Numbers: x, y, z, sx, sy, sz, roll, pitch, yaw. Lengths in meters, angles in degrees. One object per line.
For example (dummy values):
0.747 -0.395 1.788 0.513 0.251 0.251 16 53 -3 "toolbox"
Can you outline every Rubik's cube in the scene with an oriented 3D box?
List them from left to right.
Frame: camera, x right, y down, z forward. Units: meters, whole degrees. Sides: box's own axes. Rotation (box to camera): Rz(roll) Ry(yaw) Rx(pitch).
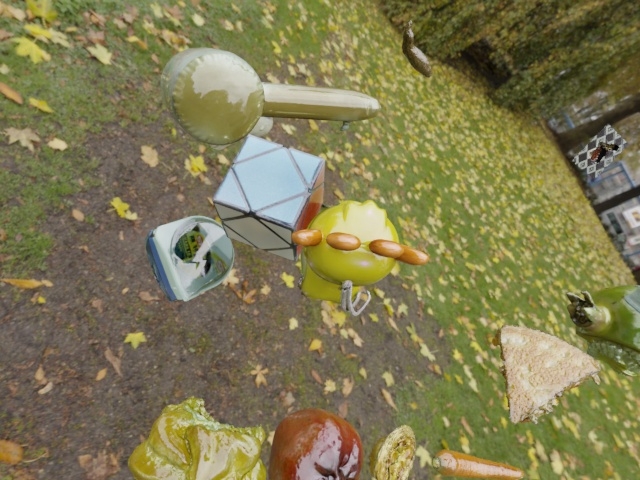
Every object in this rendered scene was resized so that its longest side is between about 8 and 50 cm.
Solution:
-0.117 -0.100 1.017 0.207 0.205 0.205 90 21 -66 "Rubik's cube"

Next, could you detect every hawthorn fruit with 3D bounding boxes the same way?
-0.014 0.636 1.212 0.295 0.295 0.311 52 4 -18 "hawthorn fruit"

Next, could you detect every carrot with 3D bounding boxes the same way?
0.390 0.572 1.039 0.271 0.066 0.062 19 22 -18 "carrot"

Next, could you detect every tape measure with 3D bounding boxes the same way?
-0.427 0.051 1.394 0.262 0.138 0.259 -24 100 -36 "tape measure"

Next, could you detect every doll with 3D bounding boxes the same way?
0.028 0.018 0.490 0.143 0.221 0.135 12 81 -8 "doll"

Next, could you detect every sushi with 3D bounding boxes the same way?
0.778 -0.251 1.157 0.120 0.126 0.026 25 24 -26 "sushi"

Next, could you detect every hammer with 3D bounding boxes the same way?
-0.055 -0.194 0.570 0.306 0.113 0.202 -3 28 -24 "hammer"

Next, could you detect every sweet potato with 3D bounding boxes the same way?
0.211 -0.417 0.919 0.153 0.041 0.038 39 17 -47 "sweet potato"

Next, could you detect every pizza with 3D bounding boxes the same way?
0.394 0.260 0.763 0.199 0.188 0.062 -47 140 -25 "pizza"

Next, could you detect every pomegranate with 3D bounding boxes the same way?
0.825 0.232 1.131 0.341 0.260 0.260 27 41 -14 "pomegranate"

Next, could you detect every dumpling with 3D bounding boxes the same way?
-0.285 -0.407 1.461 0.187 0.242 0.318 37 9 10 "dumpling"

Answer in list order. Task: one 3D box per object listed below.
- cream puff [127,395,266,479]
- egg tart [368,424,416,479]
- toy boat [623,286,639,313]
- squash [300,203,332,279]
-0.302 0.534 0.958 0.270 0.324 0.274 18 83 -69 "cream puff"
0.128 0.394 0.749 0.129 0.049 0.128 -9 103 -44 "egg tart"
0.691 0.175 0.683 0.332 0.133 0.145 34 41 20 "toy boat"
0.000 0.000 1.265 0.210 0.233 0.309 2 25 -42 "squash"
